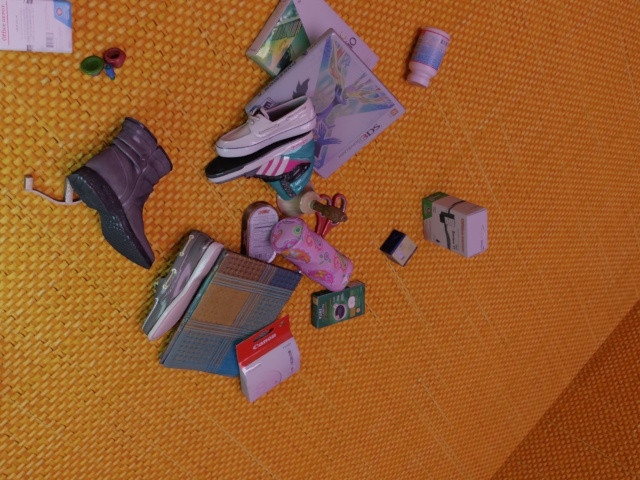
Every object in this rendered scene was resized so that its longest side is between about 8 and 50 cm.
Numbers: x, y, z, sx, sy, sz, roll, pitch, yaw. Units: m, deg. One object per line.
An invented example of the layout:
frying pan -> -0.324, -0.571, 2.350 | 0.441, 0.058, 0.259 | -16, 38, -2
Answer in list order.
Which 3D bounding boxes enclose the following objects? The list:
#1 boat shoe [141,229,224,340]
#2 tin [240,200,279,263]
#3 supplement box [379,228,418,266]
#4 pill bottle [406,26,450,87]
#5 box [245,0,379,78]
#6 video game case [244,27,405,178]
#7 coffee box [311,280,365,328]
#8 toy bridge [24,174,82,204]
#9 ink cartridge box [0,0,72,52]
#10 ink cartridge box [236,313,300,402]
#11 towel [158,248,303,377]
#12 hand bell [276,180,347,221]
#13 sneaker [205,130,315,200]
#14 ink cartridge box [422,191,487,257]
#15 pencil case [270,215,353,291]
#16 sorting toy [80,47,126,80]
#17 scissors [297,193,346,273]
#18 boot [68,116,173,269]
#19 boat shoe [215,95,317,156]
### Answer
boat shoe -> -0.367, 0.114, 1.695 | 0.305, 0.091, 0.109 | -55, 171, 0
tin -> -0.164, -0.014, 1.827 | 0.106, 0.040, 0.189 | -11, 113, -37
supplement box -> 0.251, 0.024, 2.122 | 0.083, 0.056, 0.083 | -53, 128, -7
pill bottle -> 0.310, -0.532, 1.932 | 0.087, 0.087, 0.160 | 17, 97, -38
box -> -0.012, -0.484, 1.740 | 0.322, 0.058, 0.232 | 34, 87, -37
video game case -> 0.019, -0.346, 1.747 | 0.300, 0.036, 0.329 | -39, 131, 17
coffee box -> 0.056, 0.197, 2.059 | 0.184, 0.040, 0.113 | -15, 115, -31
toy bridge -> -0.571, -0.113, 1.504 | 0.188, 0.026, 0.063 | -1, 110, -35
ink cartridge box -> -0.601, -0.437, 1.336 | 0.180, 0.060, 0.104 | -7, 112, -34
ink cartridge box -> -0.146, 0.342, 1.908 | 0.189, 0.066, 0.232 | -30, 147, -27
towel -> -0.241, 0.208, 1.801 | 0.272, 0.040, 0.370 | 20, 108, -40
hand bell -> -0.003, -0.091, 1.778 | 0.126, 0.242, 0.126 | -13, 114, -32
sneaker -> -0.140, -0.174, 1.734 | 0.296, 0.123, 0.178 | -24, 128, -9
ink cartridge box -> 0.428, -0.052, 2.121 | 0.087, 0.208, 0.152 | -21, 118, -28
pencil case -> -0.019, 0.040, 1.872 | 0.124, 0.124, 0.284 | -56, 135, -5
sorting toy -> -0.472, -0.382, 1.462 | 0.102, 0.061, 0.042 | -30, 157, -15
scissors -> 0.000, 0.000, 1.956 | 0.109, 0.021, 0.296 | 9, 101, -37
boot -> -0.420, -0.103, 1.559 | 0.222, 0.118, 0.338 | -54, 149, -30
boat shoe -> -0.140, -0.289, 1.656 | 0.268, 0.096, 0.088 | -18, 130, -3
